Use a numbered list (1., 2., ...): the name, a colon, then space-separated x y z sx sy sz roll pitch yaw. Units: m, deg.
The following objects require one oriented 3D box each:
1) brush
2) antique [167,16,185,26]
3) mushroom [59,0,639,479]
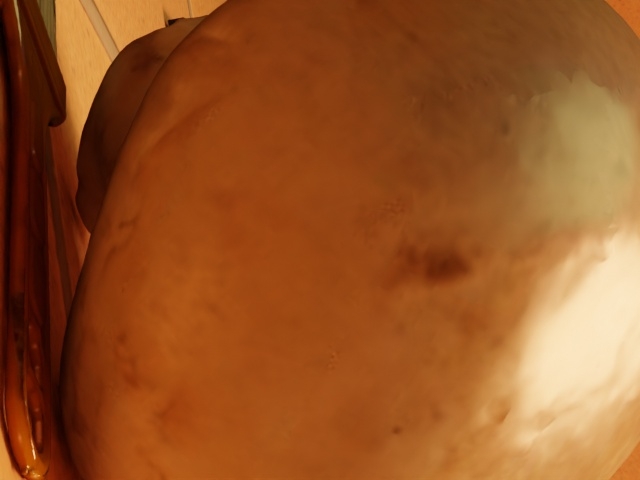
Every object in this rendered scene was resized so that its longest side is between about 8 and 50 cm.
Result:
1. brush: -0.118 -0.030 0.804 0.090 0.017 0.314 75 5 -46
2. antique: -0.098 -0.141 1.552 0.192 0.015 0.031 58 19 -83
3. mushroom: 0.000 0.000 0.834 0.290 0.297 0.297 38 -25 37
